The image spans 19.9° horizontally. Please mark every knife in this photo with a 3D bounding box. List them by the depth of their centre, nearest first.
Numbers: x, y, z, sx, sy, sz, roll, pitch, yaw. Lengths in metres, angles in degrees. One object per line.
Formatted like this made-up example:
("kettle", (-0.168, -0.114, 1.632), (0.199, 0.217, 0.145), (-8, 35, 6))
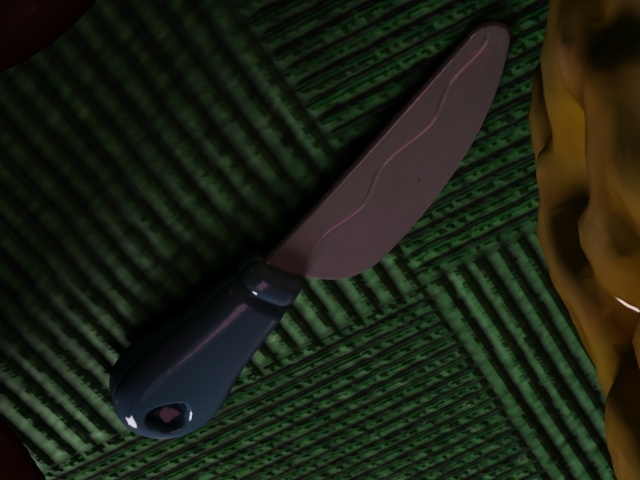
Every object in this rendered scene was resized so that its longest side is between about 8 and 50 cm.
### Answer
("knife", (0.001, 0.001, 0.764), (0.058, 0.032, 0.244), (31, 115, -37))

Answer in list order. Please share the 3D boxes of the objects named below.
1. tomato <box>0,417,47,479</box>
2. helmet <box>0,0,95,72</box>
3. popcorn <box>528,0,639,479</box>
("tomato", (-0.216, 0.106, 0.698), (0.309, 0.170, 0.309), (-1, 171, 0))
("helmet", (-0.111, -0.108, 0.555), (0.175, 0.106, 0.155), (-20, 138, -3))
("popcorn", (0.240, -0.038, 0.560), (0.344, 0.354, 0.390), (18, 105, -43))
